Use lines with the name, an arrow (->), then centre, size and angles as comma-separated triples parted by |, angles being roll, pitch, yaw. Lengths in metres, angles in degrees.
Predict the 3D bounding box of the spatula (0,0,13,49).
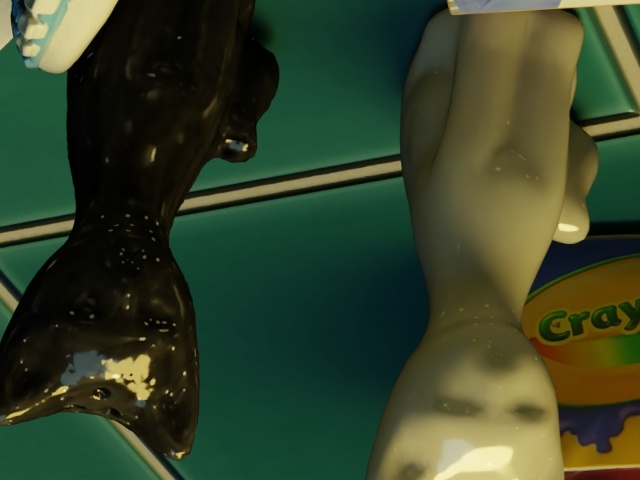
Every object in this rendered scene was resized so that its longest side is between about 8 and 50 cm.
spatula -> -0.209, -0.088, 0.809 | 0.168, 0.019, 0.242 | 34, 136, -20

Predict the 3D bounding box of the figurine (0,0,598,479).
figurine -> 0.000, 0.000, 0.715 | 0.215, 0.209, 0.092 | 15, 143, -7

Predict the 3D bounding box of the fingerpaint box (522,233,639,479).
fingerpaint box -> 0.270, 0.179, 0.756 | 0.445, 0.371, 0.163 | -1, 143, 16

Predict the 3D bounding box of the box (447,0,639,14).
box -> 0.105, -0.118, 0.689 | 0.136, 0.028, 0.081 | -1, 142, 16

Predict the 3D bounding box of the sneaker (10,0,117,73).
sneaker -> -0.045, -0.128, 0.654 | 0.083, 0.071, 0.191 | 12, 128, -24
